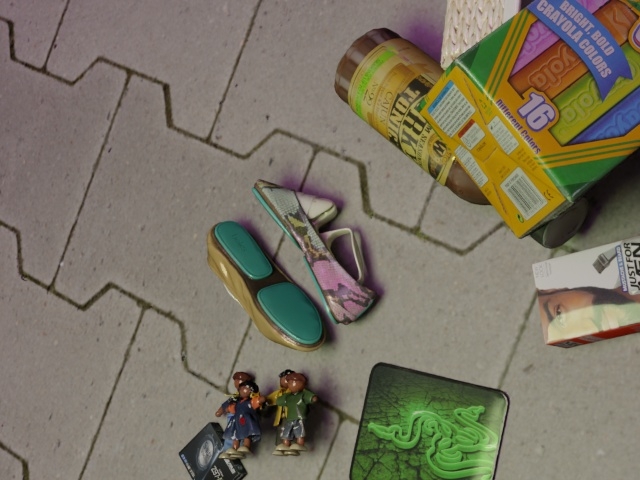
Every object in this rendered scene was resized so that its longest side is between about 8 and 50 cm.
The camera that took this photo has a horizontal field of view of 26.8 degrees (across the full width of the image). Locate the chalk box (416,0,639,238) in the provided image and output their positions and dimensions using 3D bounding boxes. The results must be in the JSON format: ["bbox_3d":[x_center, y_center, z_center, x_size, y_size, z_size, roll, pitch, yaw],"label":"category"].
[{"bbox_3d":[0.273,-0.169,1.342,0.289,0.180,0.179,-38,86,-14],"label":"chalk box"}]

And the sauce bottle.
[{"bbox_3d":[0.158,-0.117,1.520,0.344,0.111,0.111,41,105,34],"label":"sauce bottle"}]

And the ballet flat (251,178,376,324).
[{"bbox_3d":[0.000,0.000,1.642,0.079,0.077,0.221,-35,66,5],"label":"ballet flat"}]

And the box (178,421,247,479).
[{"bbox_3d":[-0.138,0.284,1.710,0.067,0.018,0.083,-45,59,21],"label":"box"}]

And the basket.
[{"bbox_3d":[0.210,-0.258,1.510,0.103,0.113,0.167,4,83,40],"label":"basket"}]

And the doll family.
[{"bbox_3d":[-0.068,0.206,1.638,0.193,0.076,0.111,-9,70,33],"label":"doll family"}]

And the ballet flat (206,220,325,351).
[{"bbox_3d":[-0.070,0.071,1.683,0.232,0.080,0.073,52,139,33],"label":"ballet flat"}]

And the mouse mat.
[{"bbox_3d":[0.121,0.230,1.544,0.189,0.007,0.153,10,87,36],"label":"mouse mat"}]

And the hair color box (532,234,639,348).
[{"bbox_3d":[0.314,0.051,1.411,0.167,0.053,0.093,-18,72,33],"label":"hair color box"}]
